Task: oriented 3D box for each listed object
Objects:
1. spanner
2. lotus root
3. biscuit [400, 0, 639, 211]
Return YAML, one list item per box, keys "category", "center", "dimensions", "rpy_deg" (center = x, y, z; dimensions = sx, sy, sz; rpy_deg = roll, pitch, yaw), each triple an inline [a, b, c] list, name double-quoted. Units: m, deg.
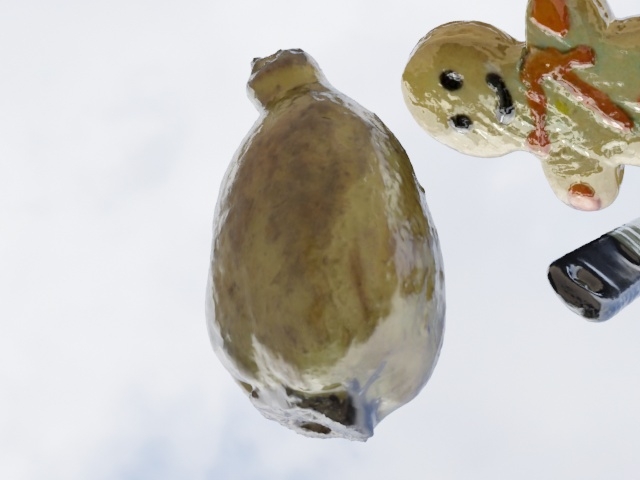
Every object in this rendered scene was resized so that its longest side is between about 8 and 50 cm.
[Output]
- category: "spanner"
  center: [0.185, -0.003, 1.099]
  dimensions: [0.087, 0.316, 0.024]
  rpy_deg: [45, -64, 13]
- category: "lotus root"
  center: [0.000, 0.000, 1.023]
  dimensions: [0.138, 0.138, 0.214]
  rpy_deg: [-10, -100, 22]
- category: "biscuit"
  center: [0.156, -0.080, 1.101]
  dimensions: [0.234, 0.153, 0.030]
  rpy_deg: [6, -144, 22]
